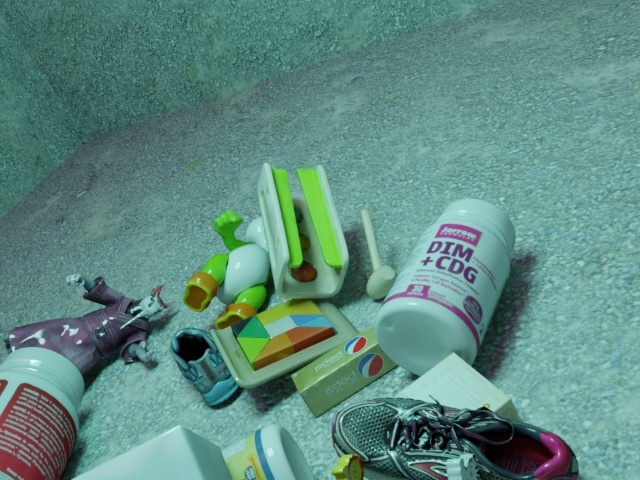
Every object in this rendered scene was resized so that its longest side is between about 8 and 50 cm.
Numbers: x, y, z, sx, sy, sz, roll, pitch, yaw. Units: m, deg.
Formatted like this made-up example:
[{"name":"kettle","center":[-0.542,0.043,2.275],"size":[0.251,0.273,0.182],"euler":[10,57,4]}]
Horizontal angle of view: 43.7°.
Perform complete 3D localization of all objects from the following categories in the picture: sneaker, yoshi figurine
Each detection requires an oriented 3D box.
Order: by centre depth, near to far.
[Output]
[{"name":"sneaker","center":[0.156,0.239,0.961],"size":[0.299,0.112,0.120],"euler":[5,58,19]},{"name":"sneaker","center":[-0.232,0.204,1.516],"size":[0.104,0.125,0.262],"euler":[-38,27,-14]},{"name":"yoshi figurine","center":[-0.118,0.022,1.677],"size":[0.203,0.203,0.362],"euler":[7,39,28]}]

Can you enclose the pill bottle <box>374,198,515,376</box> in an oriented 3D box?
[{"name":"pill bottle","center":[0.208,0.068,1.271],"size":[0.160,0.160,0.283],"euler":[-8,34,37]}]

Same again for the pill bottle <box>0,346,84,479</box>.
[{"name":"pill bottle","center":[-0.574,0.385,1.430],"size":[0.229,0.229,0.407],"euler":[-21,27,17]}]

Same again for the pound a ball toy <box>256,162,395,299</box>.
[{"name":"pound a ball toy","center":[0.000,0.000,1.542],"size":[0.208,0.135,0.319],"euler":[1,46,-17]}]

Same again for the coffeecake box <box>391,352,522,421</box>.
[{"name":"coffeecake box","center":[0.158,0.258,1.091],"size":[0.185,0.068,0.142],"euler":[-34,28,-9]}]

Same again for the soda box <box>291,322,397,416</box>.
[{"name":"soda box","center":[0.047,0.207,1.302],"size":[0.181,0.061,0.058],"euler":[-32,27,-4]}]

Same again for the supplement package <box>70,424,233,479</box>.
[{"name":"supplement package","center":[-0.218,0.374,0.923],"size":[0.263,0.198,0.199],"euler":[-26,68,-4]}]

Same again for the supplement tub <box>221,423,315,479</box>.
[{"name":"supplement tub","center":[-0.115,0.359,1.105],"size":[0.200,0.144,0.144],"euler":[-29,26,3]}]

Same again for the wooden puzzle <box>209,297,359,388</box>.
[{"name":"wooden puzzle","center":[-0.067,0.165,1.441],"size":[0.239,0.044,0.221],"euler":[-18,24,-14]}]

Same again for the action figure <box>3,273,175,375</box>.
[{"name":"action figure","center":[-0.488,0.221,1.762],"size":[0.370,0.248,0.275],"euler":[-25,-19,-18]}]

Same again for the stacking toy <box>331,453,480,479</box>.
[{"name":"stacking toy","center":[0.104,0.350,0.895],"size":[0.167,0.052,0.221],"euler":[-14,75,32]}]
